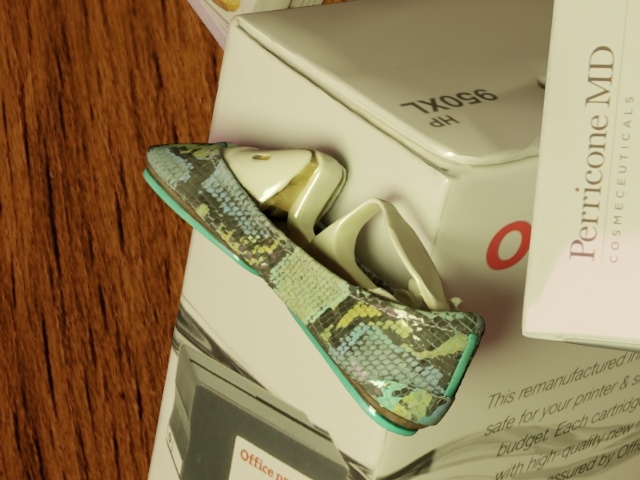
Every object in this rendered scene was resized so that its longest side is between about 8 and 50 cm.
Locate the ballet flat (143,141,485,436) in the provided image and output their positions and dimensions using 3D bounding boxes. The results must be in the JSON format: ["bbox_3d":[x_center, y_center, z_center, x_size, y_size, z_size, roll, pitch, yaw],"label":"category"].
[{"bbox_3d":[0.000,0.000,0.773,0.188,0.070,0.070,44,132,31],"label":"ballet flat"}]

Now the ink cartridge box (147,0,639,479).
[{"bbox_3d":[0.076,0.075,0.970,0.166,0.285,0.395,37,127,38],"label":"ink cartridge box"}]

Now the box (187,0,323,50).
[{"bbox_3d":[-0.109,-0.257,1.264,0.324,0.063,0.067,55,136,23],"label":"box"}]

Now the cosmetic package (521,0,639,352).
[{"bbox_3d":[0.237,-0.135,0.699,0.284,0.097,0.377,5,87,27],"label":"cosmetic package"}]
